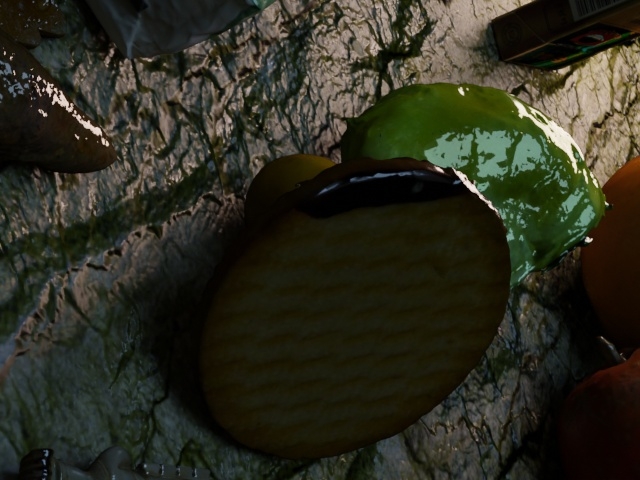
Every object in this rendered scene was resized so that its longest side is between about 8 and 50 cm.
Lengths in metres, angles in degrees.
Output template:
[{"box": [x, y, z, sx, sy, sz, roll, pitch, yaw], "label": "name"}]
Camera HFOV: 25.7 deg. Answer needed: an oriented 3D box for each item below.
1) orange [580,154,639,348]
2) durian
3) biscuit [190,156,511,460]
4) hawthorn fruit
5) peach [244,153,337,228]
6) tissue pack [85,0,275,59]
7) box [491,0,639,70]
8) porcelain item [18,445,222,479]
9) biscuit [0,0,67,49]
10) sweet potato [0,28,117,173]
[{"box": [0.489, 0.024, 1.843, 0.312, 0.312, 0.312, 26, 54, -44], "label": "orange"}, {"box": [0.169, -0.052, 1.546, 0.340, 0.204, 0.256, 50, 52, -24], "label": "durian"}, {"box": [0.031, 0.066, 1.260, 0.318, 0.318, 0.040, 34, 11, -40], "label": "biscuit"}, {"box": [0.410, 0.242, 1.679, 0.275, 0.275, 0.300, -26, 84, -54], "label": "hawthorn fruit"}, {"box": [0.000, 0.000, 1.338, 0.103, 0.179, 0.179, -37, 107, -17], "label": "peach"}, {"box": [-0.100, -0.355, 1.336, 0.266, 0.193, 0.356, 60, 37, -12], "label": "tissue pack"}, {"box": [0.373, -0.304, 1.889, 0.159, 0.240, 0.071, -5, 77, -53], "label": "box"}, {"box": [-0.157, 0.208, 1.120, 0.213, 0.054, 0.084, 26, 52, -45], "label": "porcelain item"}, {"box": [-0.272, -0.205, 1.190, 0.119, 0.019, 0.130, 56, 38, -20], "label": "biscuit"}, {"box": [-0.279, -0.137, 1.090, 0.341, 0.092, 0.114, 43, 28, -34], "label": "sweet potato"}]
